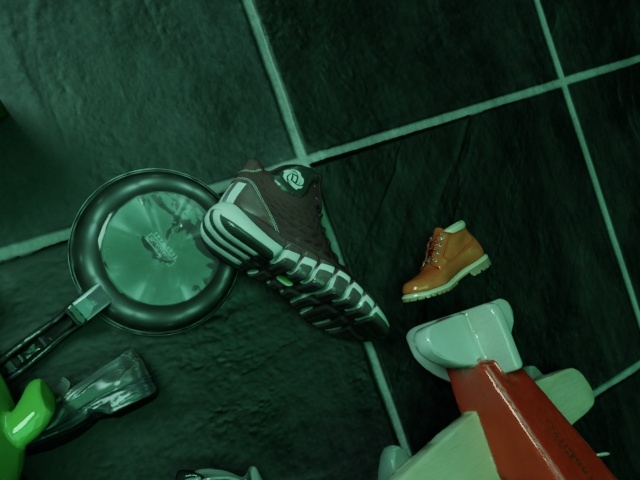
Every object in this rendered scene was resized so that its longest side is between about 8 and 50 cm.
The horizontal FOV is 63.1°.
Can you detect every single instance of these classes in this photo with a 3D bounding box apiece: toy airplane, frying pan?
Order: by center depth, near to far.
[{"bbox_3d":[-0.239,0.028,0.575,0.326,0.053,0.197,-17,91,-25],"label":"frying pan"},{"bbox_3d":[0.221,0.268,0.647,0.386,0.272,0.384,25,39,-9],"label":"toy airplane"}]

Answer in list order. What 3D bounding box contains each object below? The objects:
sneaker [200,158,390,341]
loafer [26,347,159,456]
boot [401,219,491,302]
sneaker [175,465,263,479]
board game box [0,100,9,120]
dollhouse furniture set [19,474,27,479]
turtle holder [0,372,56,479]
[{"bbox_3d":[0.000,0.000,0.645,0.281,0.106,0.163,40,51,-29],"label":"sneaker"},{"bbox_3d":[-0.262,0.174,0.551,0.170,0.062,0.061,-21,71,-25],"label":"loafer"},{"bbox_3d":[0.163,0.030,0.731,0.157,0.059,0.085,-27,92,-30],"label":"boot"},{"bbox_3d":[-0.153,0.326,0.569,0.228,0.086,0.132,-23,89,-32],"label":"sneaker"},{"bbox_3d":[-0.342,-0.110,0.428,0.030,0.259,0.136,45,71,-13],"label":"board game box"},{"bbox_3d":[-0.298,0.349,0.531,0.151,0.123,0.144,34,70,21],"label":"dollhouse furniture set"},{"bbox_3d":[-0.367,0.176,0.411,0.227,0.243,0.320,-37,105,-5],"label":"turtle holder"}]
